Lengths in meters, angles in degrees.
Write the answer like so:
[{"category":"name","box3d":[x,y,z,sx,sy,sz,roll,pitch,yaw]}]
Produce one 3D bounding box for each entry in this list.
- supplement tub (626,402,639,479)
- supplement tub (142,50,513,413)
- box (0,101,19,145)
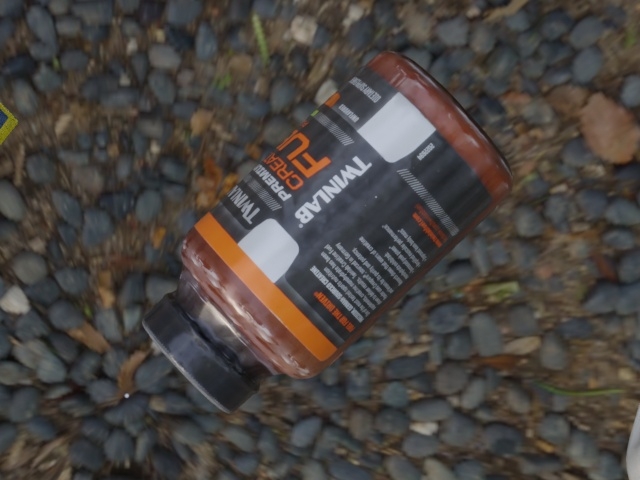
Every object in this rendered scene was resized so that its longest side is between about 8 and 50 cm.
[{"category":"supplement tub","box3d":[0.207,0.062,0.532,0.190,0.117,0.117,19,82,7]},{"category":"supplement tub","box3d":[0.000,0.000,0.856,0.198,0.106,0.106,-44,91,-2]},{"category":"box","box3d":[-0.277,-0.079,1.077,0.054,0.169,0.059,50,63,-35]}]
